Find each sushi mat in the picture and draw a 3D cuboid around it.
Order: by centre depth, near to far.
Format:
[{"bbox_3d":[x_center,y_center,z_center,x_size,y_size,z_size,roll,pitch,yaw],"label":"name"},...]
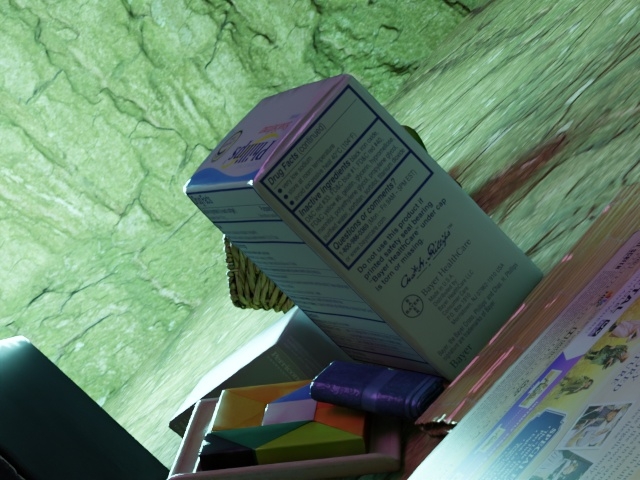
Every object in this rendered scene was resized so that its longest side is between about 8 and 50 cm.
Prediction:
[{"bbox_3d":[0.213,0.056,1.261,0.316,0.019,0.151,-47,6,-12],"label":"sushi mat"}]

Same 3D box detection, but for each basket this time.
[{"bbox_3d":[0.000,0.000,2.253,0.223,0.213,0.299,3,22,17],"label":"basket"}]

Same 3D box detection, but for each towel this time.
[{"bbox_3d":[0.054,0.145,1.352,0.120,0.029,0.067,7,21,28],"label":"towel"}]

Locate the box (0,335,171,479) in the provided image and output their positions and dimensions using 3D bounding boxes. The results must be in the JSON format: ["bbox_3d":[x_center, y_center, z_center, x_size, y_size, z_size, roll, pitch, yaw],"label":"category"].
[{"bbox_3d":[-0.459,0.385,1.643,0.471,0.297,0.480,-50,-2,2],"label":"box"}]

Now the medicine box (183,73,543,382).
[{"bbox_3d":[0.034,-0.009,1.443,0.149,0.289,0.263,-48,15,-14],"label":"medicine box"}]

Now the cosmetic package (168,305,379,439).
[{"bbox_3d":[-0.055,0.181,1.648,0.238,0.127,0.107,-41,8,45],"label":"cosmetic package"}]

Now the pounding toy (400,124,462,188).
[{"bbox_3d":[0.129,-0.038,2.012,0.183,0.110,0.236,-94,21,-71],"label":"pounding toy"}]

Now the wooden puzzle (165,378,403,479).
[{"bbox_3d":[-0.030,0.181,1.386,0.221,0.044,0.238,-7,12,7],"label":"wooden puzzle"}]

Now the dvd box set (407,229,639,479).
[{"bbox_3d":[0.203,0.111,0.866,0.307,0.062,0.420,-47,7,-9],"label":"dvd box set"}]
